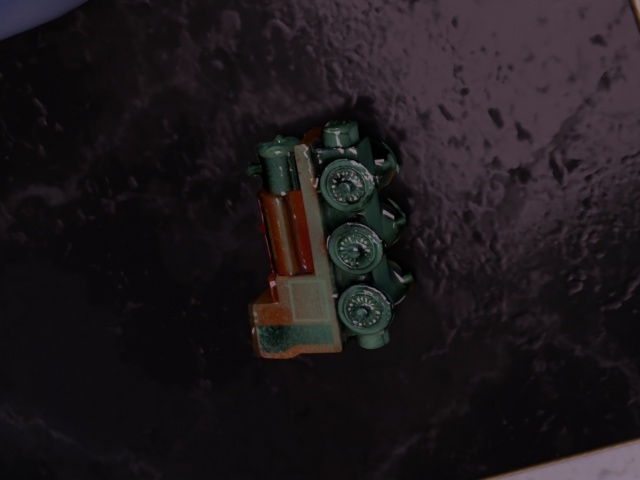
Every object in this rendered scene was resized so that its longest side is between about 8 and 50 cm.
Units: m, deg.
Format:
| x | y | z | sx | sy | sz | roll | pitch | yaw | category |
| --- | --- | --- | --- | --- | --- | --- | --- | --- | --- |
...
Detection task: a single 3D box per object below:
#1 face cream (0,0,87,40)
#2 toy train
| x | y | z | sx | sy | sz | roll | pitch | yaw | category |
| --- | --- | --- | --- | --- | --- | --- | --- | --- | --- |
| -0.260 | -0.246 | 0.888 | 0.420 | 0.137 | 0.235 | -14 | 107 | 29 | face cream |
| 0.000 | 0.000 | 0.922 | 0.118 | 0.074 | 0.176 | -4 | 110 | 18 | toy train |
